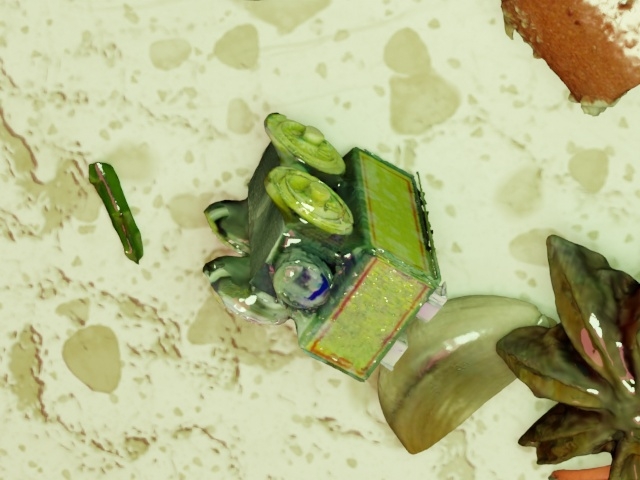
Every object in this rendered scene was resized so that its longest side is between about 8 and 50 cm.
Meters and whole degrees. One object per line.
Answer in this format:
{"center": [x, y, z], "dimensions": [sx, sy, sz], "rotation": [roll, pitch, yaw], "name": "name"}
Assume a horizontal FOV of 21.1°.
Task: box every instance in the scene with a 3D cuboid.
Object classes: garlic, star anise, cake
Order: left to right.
{"center": [0.119, 0.108, 1.588], "dimensions": [0.101, 0.087, 0.195], "rotation": [41, 109, -18], "name": "garlic"}
{"center": [0.293, 0.122, 1.472], "dimensions": [0.315, 0.108, 0.315], "rotation": [12, 117, 24], "name": "star anise"}
{"center": [0.279, -0.224, 1.382], "dimensions": [0.283, 0.177, 0.151], "rotation": [-38, 98, 20], "name": "cake"}

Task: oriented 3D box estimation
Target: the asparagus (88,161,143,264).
{"center": [-0.194, -0.027, 1.641], "dimensions": [0.025, 0.021, 0.108], "rotation": [-16, 105, 22], "name": "asparagus"}

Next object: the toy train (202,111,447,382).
{"center": [0.000, 0.000, 1.491], "dimensions": [0.177, 0.261, 0.134], "rotation": [28, 114, -17], "name": "toy train"}

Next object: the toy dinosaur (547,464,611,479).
{"center": [0.355, 0.178, 1.575], "dimensions": [0.286, 0.070, 0.139], "rotation": [6, 99, 15], "name": "toy dinosaur"}
